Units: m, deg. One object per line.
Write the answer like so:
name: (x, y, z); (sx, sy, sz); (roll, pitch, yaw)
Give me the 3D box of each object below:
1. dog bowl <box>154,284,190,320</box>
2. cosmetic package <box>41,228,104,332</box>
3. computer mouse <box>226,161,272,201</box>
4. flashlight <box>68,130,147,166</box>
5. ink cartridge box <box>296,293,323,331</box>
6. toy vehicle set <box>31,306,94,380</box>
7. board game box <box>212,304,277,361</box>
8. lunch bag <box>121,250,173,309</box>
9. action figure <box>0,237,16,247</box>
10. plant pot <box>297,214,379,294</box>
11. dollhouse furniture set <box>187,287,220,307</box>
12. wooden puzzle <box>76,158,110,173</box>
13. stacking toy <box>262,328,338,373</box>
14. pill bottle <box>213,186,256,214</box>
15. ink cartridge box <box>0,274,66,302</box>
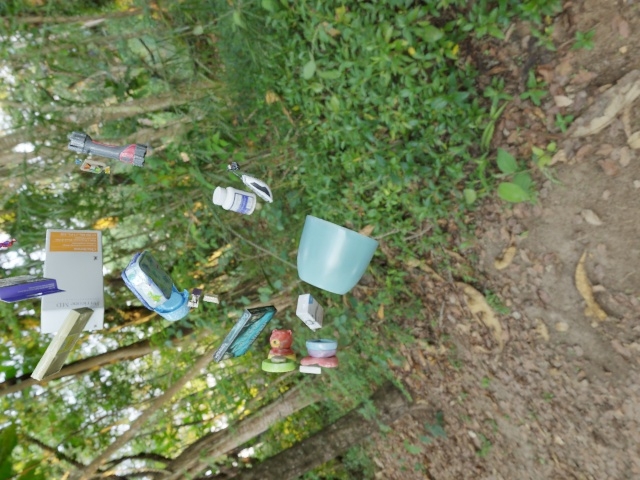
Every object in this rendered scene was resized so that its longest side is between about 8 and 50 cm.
dog bowl: (-0.753, 0.301, 2.286); (0.297, 0.166, 0.074); (18, 139, 40)
cosmetic package: (-1.068, 0.163, 1.999); (0.162, 0.230, 0.453); (-62, 39, 39)
computer mouse: (-0.230, -0.200, 1.550); (0.193, 0.042, 0.106); (38, 170, -14)
flashlight: (-0.930, -0.410, 2.037); (0.103, 0.303, 0.103); (-160, 83, -71)
ink cartridge box: (-0.039, 0.341, 2.163); (0.180, 0.060, 0.104); (51, -146, -42)
toy vehicle set: (-0.956, 0.378, 1.725); (0.035, 0.267, 0.166); (28, 170, -5)
board game box: (-0.214, 0.264, 1.313); (0.026, 0.186, 0.126); (44, -161, 24)
lunch bag: (-0.605, 0.135, 1.621); (0.176, 0.090, 0.219); (57, 176, -19)
action figure: (-1.054, 0.019, 1.506); (0.038, 0.115, 0.030); (17, 120, 34)
plant pot: (0.045, 0.063, 1.739); (0.235, 0.292, 0.293); (-69, 19, 2)
dollhouse furniture set: (-0.470, 0.260, 1.864); (0.091, 0.114, 0.081); (-86, 10, -55)
wooden puzzle: (-0.803, -0.260, 1.632); (0.078, 0.116, 0.014); (-33, 57, 52)
stacking toy: (-0.087, 0.436, 1.853); (0.279, 0.308, 0.131); (17, -108, -77)
pill bottle: (-0.417, -0.198, 2.239); (0.112, 0.186, 0.112); (-25, 58, 51)
ink cartridge box: (-1.029, 0.162, 1.579); (0.206, 0.208, 0.045); (-12, -74, -66)
